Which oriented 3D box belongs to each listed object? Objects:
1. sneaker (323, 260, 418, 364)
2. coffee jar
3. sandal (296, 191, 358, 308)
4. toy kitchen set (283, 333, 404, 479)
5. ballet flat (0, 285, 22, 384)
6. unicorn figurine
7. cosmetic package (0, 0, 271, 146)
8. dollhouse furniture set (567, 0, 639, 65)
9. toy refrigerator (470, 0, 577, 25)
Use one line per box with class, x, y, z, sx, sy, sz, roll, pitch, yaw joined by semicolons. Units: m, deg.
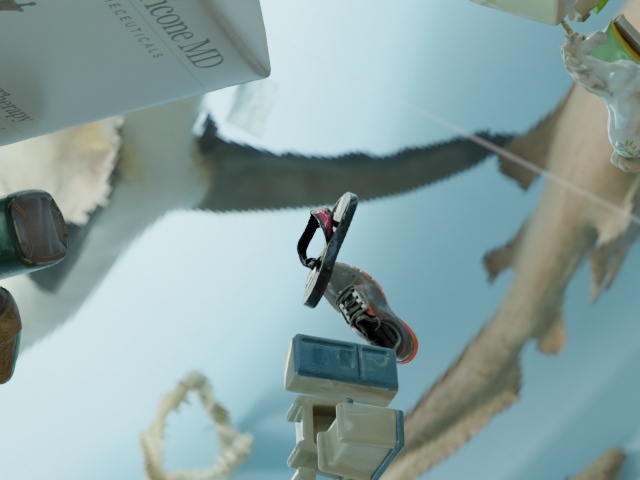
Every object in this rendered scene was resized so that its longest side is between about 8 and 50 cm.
sneaker;0.051;0.080;1.764;0.061;0.158;0.065;-51;-18;11
coffee jar;-0.345;0.008;1.457;0.096;0.184;0.079;-17;-89;-69
sandal;0.000;0.000;1.428;0.179;0.040;0.067;-69;3;-61
toy kitchen set;0.046;0.164;1.548;0.166;0.122;0.207;119;156;-46
ballet flat;-0.432;0.094;1.390;0.116;0.342;0.124;-74;-19;-54
unicorn figurine;0.269;-0.128;1.297;0.060;0.111;0.162;-80;-21;-71
cosmetic package;-0.291;-0.290;1.294;0.329;0.394;0.327;48;-150;-72
dollhouse furniture set;0.275;-0.219;1.581;0.058;0.151;0.076;-39;-6;-32
toy refrigerator;0.169;-0.311;1.159;0.102;0.094;0.269;-52;-28;-37
